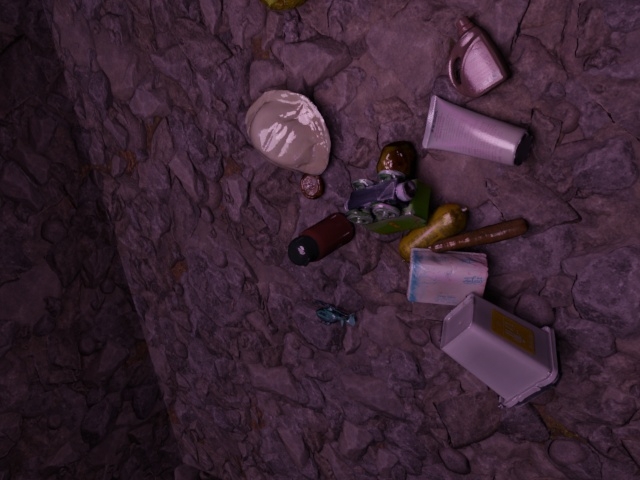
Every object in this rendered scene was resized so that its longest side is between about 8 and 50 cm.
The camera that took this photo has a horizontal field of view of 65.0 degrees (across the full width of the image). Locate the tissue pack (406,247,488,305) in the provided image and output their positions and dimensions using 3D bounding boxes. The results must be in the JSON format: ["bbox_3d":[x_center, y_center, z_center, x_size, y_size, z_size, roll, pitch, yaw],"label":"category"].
[{"bbox_3d":[0.454,0.137,1.818,0.271,0.124,0.201,4,132,9],"label":"tissue pack"}]

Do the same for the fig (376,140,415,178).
[{"bbox_3d":[0.271,-0.278,1.829,0.154,0.144,0.165,66,148,23],"label":"fig"}]

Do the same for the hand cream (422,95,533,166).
[{"bbox_3d":[0.508,-0.348,1.660,0.359,0.118,0.185,27,128,33],"label":"hand cream"}]

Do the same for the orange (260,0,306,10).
[{"bbox_3d":[-0.130,-0.960,1.764,0.301,0.223,0.300,22,106,26],"label":"orange"}]

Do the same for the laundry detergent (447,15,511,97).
[{"bbox_3d":[0.474,-0.571,1.592,0.171,0.076,0.237,-33,89,41],"label":"laundry detergent"}]

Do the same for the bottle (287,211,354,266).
[{"bbox_3d":[0.000,0.000,2.019,0.144,0.336,0.144,14,117,29],"label":"bottle"}]

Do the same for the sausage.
[{"bbox_3d":[0.411,-0.026,1.849,0.123,0.123,0.347,51,129,7],"label":"sausage"}]

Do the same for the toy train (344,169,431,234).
[{"bbox_3d":[0.248,-0.128,1.810,0.307,0.249,0.173,-14,61,52],"label":"toy train"}]

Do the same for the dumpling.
[{"bbox_3d":[-0.116,-0.430,1.986,0.395,0.233,0.315,44,136,-1],"label":"dumpling"}]

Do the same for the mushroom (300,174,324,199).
[{"bbox_3d":[-0.032,-0.234,2.124,0.123,0.052,0.123,8,105,33],"label":"mushroom"}]

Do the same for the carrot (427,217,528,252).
[{"bbox_3d":[0.539,-0.010,1.740,0.342,0.070,0.070,-15,101,17],"label":"carrot"}]

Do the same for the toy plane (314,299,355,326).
[{"bbox_3d":[0.062,0.347,2.316,0.235,0.060,0.096,18,106,34],"label":"toy plane"}]

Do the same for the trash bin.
[{"bbox_3d":[0.606,0.385,1.755,0.368,0.256,0.296,32,130,-5],"label":"trash bin"}]
